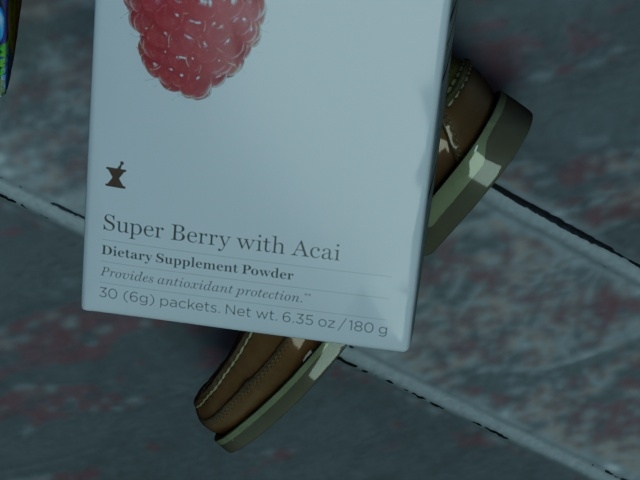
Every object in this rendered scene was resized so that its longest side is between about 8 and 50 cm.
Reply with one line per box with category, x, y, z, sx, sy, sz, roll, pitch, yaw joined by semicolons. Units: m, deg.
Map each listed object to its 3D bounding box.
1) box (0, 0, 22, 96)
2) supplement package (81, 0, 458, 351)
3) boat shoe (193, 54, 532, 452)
box;-0.283;-0.243;0.880;0.279;0.177;0.290;2;127;-6
supplement package;-0.018;-0.118;0.945;0.177;0.175;0.293;7;113;4
boat shoe;0.000;0.000;1.148;0.104;0.111;0.307;36;111;-7
